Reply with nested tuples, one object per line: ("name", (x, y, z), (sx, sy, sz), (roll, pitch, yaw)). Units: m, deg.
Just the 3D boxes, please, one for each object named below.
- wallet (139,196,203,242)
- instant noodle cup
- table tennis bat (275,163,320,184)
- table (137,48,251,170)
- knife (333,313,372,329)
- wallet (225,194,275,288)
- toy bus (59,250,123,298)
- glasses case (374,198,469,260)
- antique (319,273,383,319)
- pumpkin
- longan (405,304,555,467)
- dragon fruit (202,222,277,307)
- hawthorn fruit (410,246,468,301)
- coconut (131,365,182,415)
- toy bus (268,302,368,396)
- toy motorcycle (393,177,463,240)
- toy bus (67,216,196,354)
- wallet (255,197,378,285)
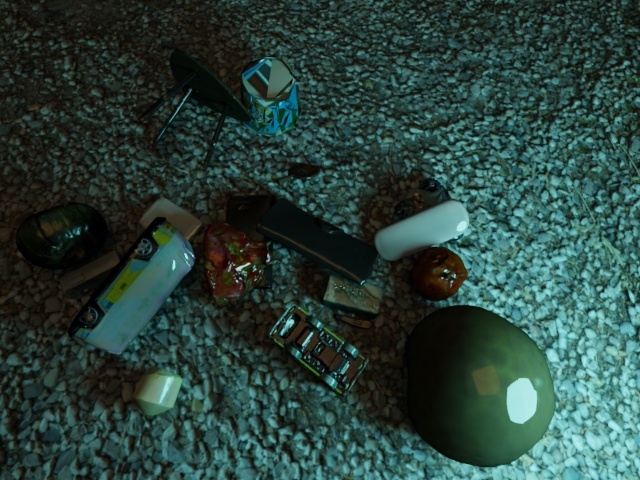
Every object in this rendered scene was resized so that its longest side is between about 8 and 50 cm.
("wallet", (-0.483, -0.054, 1.390), (0.182, 0.032, 0.124), (30, 71, 11))
("instant noodle cup", (-0.179, -0.511, 1.498), (0.240, 0.178, 0.240), (1, 70, -2))
("table tennis bat", (-0.075, -0.181, 1.469), (0.169, 0.119, 0.107), (-27, 42, -33))
("table", (-0.446, -0.414, 1.395), (0.317, 0.317, 0.249), (29, 78, 8))
("knife", (0.098, 0.244, 1.307), (0.121, 0.018, 0.031), (16, 76, 5))
("wallet", (-0.232, -0.002, 1.372), (0.172, 0.045, 0.318), (0, 71, 2))
("toy bus", (-0.685, 0.104, 1.297), (0.190, 0.075, 0.064), (-30, 74, -14))
("glasses case", (0.306, -0.030, 1.320), (0.296, 0.075, 0.113), (-24, 94, 24))
("antique", (0.090, 0.168, 1.299), (0.182, 0.086, 0.088), (14, 68, 3))
("pumpkin", (-0.748, -0.007, 1.258), (0.237, 0.238, 0.159), (-29, 77, -12))
("longan", (0.392, 0.364, 1.113), (0.404, 0.336, 0.405), (-18, 58, 31))
("dragon fruit", (-0.238, 0.047, 1.264), (0.211, 0.134, 0.262), (-10, 73, -3))
("hawthorn fruit", (0.361, 0.101, 1.287), (0.173, 0.179, 0.174), (9, 69, -26))
("coconut", (-0.447, 0.414, 1.169), (0.116, 0.116, 0.122), (17, 65, 4))
("toy bus", (-0.014, 0.308, 1.208), (0.262, 0.150, 0.128), (37, 71, 6))
("toy motorcycle", (0.338, -0.089, 1.402), (0.203, 0.108, 0.239), (-13, 47, -13))
("toy bus", (-0.507, 0.127, 1.207), (0.162, 0.171, 0.386), (39, 85, -21))
("wallet", (0.000, 0.000, 1.331), (0.377, 0.051, 0.197), (29, 37, 5))
